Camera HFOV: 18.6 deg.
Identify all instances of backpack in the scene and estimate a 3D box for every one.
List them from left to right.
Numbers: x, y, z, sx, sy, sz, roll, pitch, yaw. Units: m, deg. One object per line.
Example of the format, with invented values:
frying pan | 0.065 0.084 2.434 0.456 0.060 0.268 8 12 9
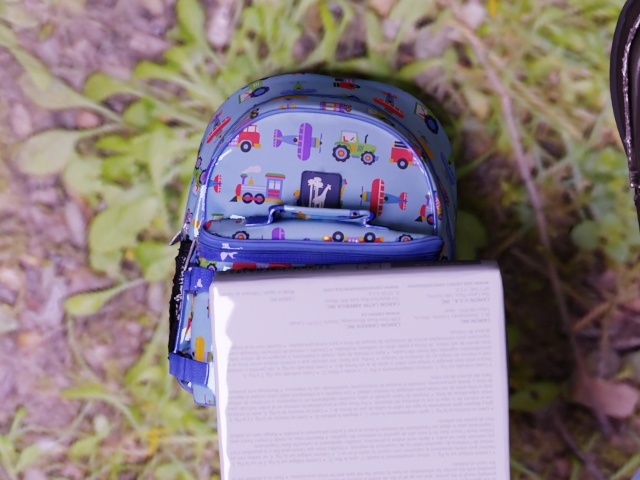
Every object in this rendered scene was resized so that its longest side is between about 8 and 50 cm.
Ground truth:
backpack | 0.000 0.000 1.036 0.158 0.117 0.173 7 96 1

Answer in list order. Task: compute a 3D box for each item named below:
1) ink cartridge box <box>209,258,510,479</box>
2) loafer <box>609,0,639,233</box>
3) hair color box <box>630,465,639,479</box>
ink cartridge box | 0.022 0.101 0.967 0.145 0.045 0.179 -2 99 2
loafer | 0.205 -0.031 1.039 0.080 0.078 0.220 -10 98 4
hair color box | 0.294 0.227 0.962 0.374 0.113 0.185 43 77 -28
